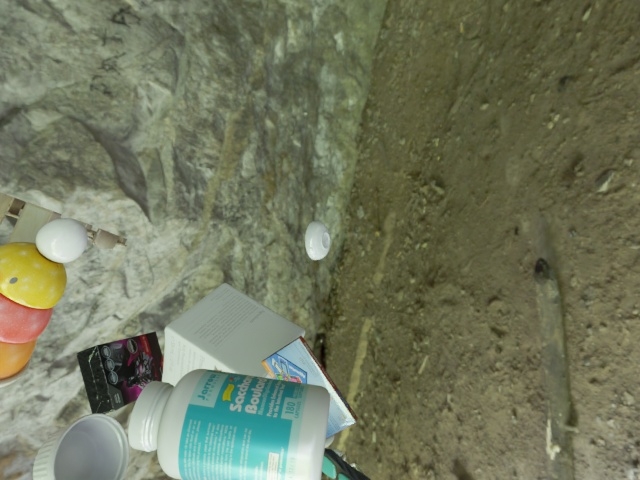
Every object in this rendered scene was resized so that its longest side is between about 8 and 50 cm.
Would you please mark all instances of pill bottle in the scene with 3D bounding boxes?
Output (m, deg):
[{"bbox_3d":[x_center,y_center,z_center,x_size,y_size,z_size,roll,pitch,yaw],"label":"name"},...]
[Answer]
[{"bbox_3d":[-0.123,0.265,0.588,0.146,0.263,0.146,7,-90,-87],"label":"pill bottle"}]

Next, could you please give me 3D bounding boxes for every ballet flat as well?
[{"bbox_3d":[0.059,0.613,1.113,0.203,0.074,0.074,21,110,40],"label":"ballet flat"}]

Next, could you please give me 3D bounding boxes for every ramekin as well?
[{"bbox_3d":[-0.601,0.553,1.039,0.207,0.109,0.207,49,-151,-39],"label":"ramekin"}]

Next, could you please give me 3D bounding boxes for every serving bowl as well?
[{"bbox_3d":[0.000,0.000,0.874,0.083,0.027,0.084,4,-95,-62],"label":"serving bowl"}]

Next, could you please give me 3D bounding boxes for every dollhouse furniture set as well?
[{"bbox_3d":[-0.958,-0.004,1.525,0.355,0.303,0.174,77,-147,-78],"label":"dollhouse furniture set"}]

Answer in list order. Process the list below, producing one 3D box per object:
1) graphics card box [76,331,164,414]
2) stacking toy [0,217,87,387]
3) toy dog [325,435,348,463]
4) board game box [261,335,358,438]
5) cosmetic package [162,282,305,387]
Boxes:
[{"bbox_3d":[-0.723,0.486,1.561,0.371,0.094,0.233,26,-136,-78],"label":"graphics card box"},{"bbox_3d":[-0.825,0.117,1.117,0.480,0.350,0.350,-48,5,-1],"label":"stacking toy"},{"bbox_3d":[-0.074,0.732,1.366,0.161,0.333,0.220,-44,51,19],"label":"toy dog"},{"bbox_3d":[-0.033,0.424,1.177,0.281,0.145,0.027,56,-165,2],"label":"board game box"},{"bbox_3d":[-0.325,0.437,1.552,0.327,0.393,0.330,-40,-28,-53],"label":"cosmetic package"}]
